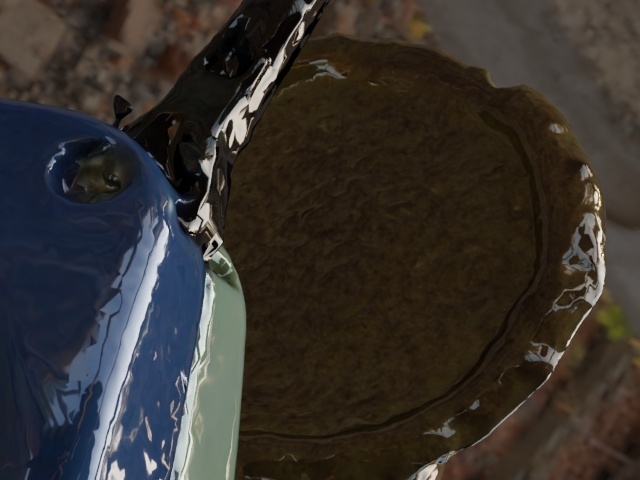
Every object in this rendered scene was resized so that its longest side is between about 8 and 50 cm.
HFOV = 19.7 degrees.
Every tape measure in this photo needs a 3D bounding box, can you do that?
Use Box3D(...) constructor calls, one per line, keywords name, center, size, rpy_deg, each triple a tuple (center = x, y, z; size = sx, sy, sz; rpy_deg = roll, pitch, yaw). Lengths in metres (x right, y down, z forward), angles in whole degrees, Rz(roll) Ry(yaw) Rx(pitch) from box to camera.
Box3D(name="tape measure", center=(-0.101, 0.009, 0.376), size=(0.098, 0.215, 0.351), rpy_deg=(57, 40, -61))

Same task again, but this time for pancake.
Box3D(name="pancake", center=(0.000, 0.001, 0.609), size=(0.199, 0.199, 0.021), rpy_deg=(-46, 145, -23))

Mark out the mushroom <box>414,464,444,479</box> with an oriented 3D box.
Box3D(name="mushroom", center=(-0.092, 0.084, 0.773), size=(0.297, 0.278, 0.163), rpy_deg=(-20, -175, -1))
